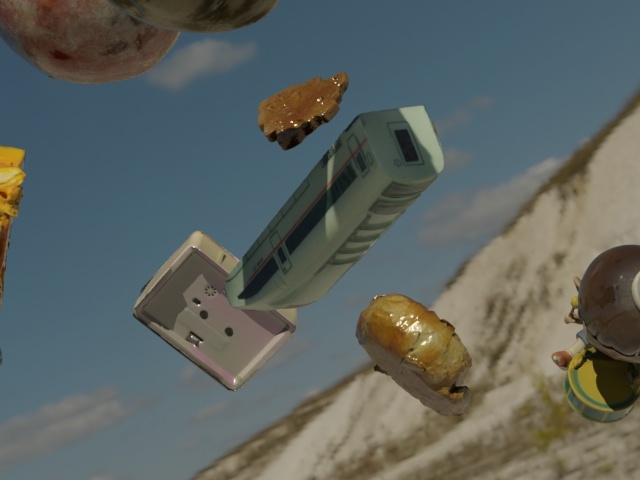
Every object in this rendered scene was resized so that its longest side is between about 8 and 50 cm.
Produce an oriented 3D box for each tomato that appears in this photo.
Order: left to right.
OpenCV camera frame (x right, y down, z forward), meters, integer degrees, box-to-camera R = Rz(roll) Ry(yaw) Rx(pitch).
[{"bbox_3d":[-0.339,-0.385,1.979,0.317,0.316,0.282,-18,-12,-26],"label":"tomato"}]

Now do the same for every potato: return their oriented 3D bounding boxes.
[{"bbox_3d":[-0.126,-0.279,1.268,0.178,0.160,0.235,4,-17,36],"label":"potato"}]

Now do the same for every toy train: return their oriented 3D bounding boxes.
[{"bbox_3d":[0.000,0.000,1.450,0.086,0.088,0.407,-11,-22,-32],"label":"toy train"}]

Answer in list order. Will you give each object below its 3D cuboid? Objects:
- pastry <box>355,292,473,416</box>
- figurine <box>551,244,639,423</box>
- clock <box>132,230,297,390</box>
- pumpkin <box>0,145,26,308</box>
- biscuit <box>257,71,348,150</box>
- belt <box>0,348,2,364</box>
[{"bbox_3d":[0.146,0.170,2.045,0.100,0.229,0.218,-48,-32,-13],"label":"pastry"},{"bbox_3d":[0.377,0.101,1.642,0.275,0.161,0.158,91,-161,-52],"label":"figurine"},{"bbox_3d":[-0.144,0.098,1.880,0.147,0.192,0.071,-47,13,19],"label":"clock"},{"bbox_3d":[-0.393,-0.003,1.402,0.139,0.280,0.190,5,-18,-5],"label":"pumpkin"},{"bbox_3d":[-0.025,-0.147,1.515,0.119,0.019,0.130,-48,33,-20],"label":"biscuit"},{"bbox_3d":[-0.530,0.128,1.954,0.082,0.163,0.147,-27,-49,0],"label":"belt"}]
